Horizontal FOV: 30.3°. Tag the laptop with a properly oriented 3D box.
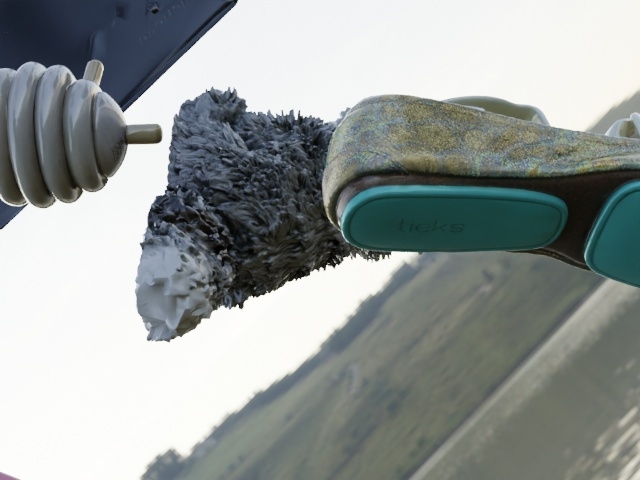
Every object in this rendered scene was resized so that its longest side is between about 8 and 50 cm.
[{"bbox_3d":[-0.330,-0.266,1.473,0.382,0.236,0.408,-43,16,4],"label":"laptop"}]

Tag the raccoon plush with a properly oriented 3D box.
[{"bbox_3d":[0.000,0.000,1.181,0.446,0.299,0.216,-88,-3,-57],"label":"raccoon plush"}]

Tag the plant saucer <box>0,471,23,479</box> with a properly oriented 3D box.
[{"bbox_3d":[-0.381,0.331,1.340,0.332,0.332,0.084,115,174,-60],"label":"plant saucer"}]

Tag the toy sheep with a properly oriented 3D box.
[{"bbox_3d":[-0.154,-0.060,0.665,0.132,0.091,0.091,-6,-10,5],"label":"toy sheep"}]

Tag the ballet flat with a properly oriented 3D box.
[{"bbox_3d":[0.174,-0.040,0.809,0.123,0.348,0.123,-173,90,-83],"label":"ballet flat"}]
